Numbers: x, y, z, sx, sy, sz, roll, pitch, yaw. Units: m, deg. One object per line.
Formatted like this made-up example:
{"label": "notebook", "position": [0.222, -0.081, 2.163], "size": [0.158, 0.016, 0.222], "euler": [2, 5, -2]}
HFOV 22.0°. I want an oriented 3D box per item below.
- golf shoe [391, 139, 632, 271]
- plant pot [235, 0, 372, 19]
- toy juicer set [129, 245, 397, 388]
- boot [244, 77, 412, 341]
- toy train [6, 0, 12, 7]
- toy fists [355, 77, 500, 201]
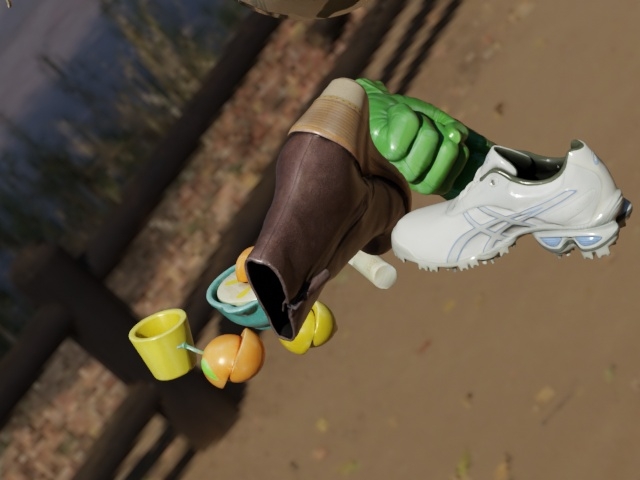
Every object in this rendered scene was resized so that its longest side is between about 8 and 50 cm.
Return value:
{"label": "golf shoe", "position": [0.120, -0.031, 1.120], "size": [0.176, 0.086, 0.069], "euler": [-9, 33, 30]}
{"label": "plant pot", "position": [-0.022, -0.328, 1.420], "size": [0.256, 0.256, 0.274], "euler": [-45, 1, 5]}
{"label": "toy juicer set", "position": [-0.041, 0.052, 1.850], "size": [0.329, 0.089, 0.209], "euler": [-34, 25, -29]}
{"label": "boot", "position": [0.000, 0.000, 1.448], "size": [0.090, 0.248, 0.207], "euler": [14, 62, 20]}
{"label": "toy train", "position": [-0.305, -0.346, 1.732], "size": [0.143, 0.248, 0.105], "euler": [-24, 64, -1]}
{"label": "toy fists", "position": [0.130, -0.107, 1.913], "size": [0.142, 0.279, 0.096], "euler": [44, 103, 30]}
